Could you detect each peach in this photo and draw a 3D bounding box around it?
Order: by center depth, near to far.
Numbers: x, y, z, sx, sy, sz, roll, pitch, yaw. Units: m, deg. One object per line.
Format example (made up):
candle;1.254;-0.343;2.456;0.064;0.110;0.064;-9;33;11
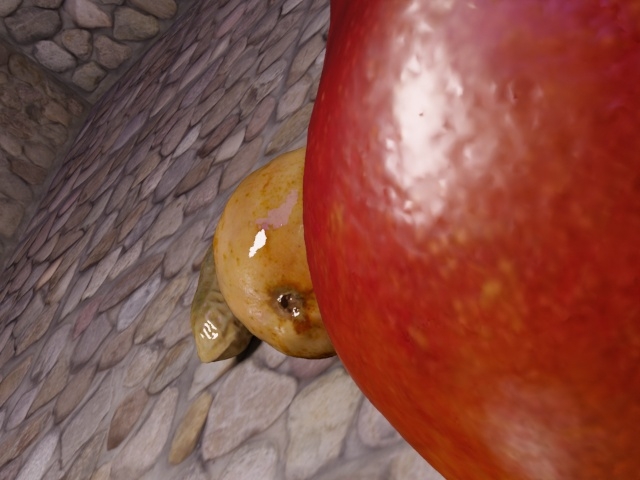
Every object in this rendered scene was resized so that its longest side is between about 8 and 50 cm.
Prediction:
peach;0.164;-0.040;0.474;0.388;0.388;0.388;-42;25;25

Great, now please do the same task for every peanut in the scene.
peanut;-0.106;0.068;1.197;0.093;0.083;0.194;-6;45;12

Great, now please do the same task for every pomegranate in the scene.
pomegranate;-0.002;0.010;0.950;0.207;0.207;0.207;-42;25;25
